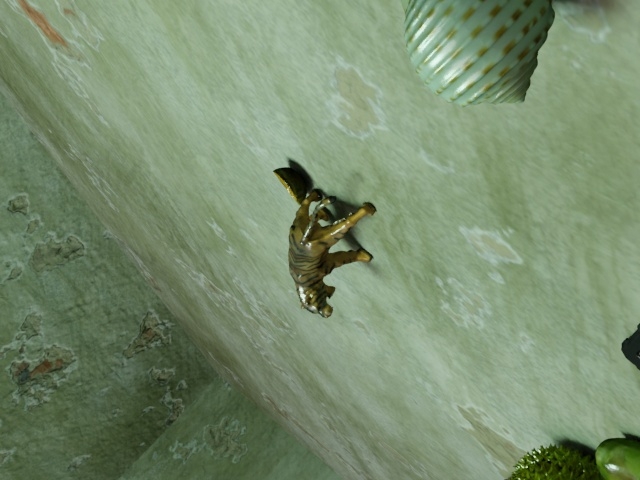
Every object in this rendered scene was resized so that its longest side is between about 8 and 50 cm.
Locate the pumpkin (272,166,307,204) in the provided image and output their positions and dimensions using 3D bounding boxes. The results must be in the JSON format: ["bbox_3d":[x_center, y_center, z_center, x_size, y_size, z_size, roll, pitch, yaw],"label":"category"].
[{"bbox_3d":[-0.036,-0.078,1.287,0.050,0.028,0.083,48,173,14],"label":"pumpkin"}]

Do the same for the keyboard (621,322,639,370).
[{"bbox_3d":[0.396,0.168,0.873,0.262,0.016,0.106,40,163,17],"label":"keyboard"}]

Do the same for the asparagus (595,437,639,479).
[{"bbox_3d":[0.401,0.262,1.015,0.067,0.060,0.277,58,161,-9],"label":"asparagus"}]

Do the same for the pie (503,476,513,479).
[{"bbox_3d":[0.368,0.467,1.636,0.153,0.038,0.153,40,161,17],"label":"pie"}]

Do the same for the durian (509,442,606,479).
[{"bbox_3d":[0.326,0.348,1.255,0.198,0.159,0.146,-94,-20,-63],"label":"durian"}]

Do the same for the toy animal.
[{"bbox_3d":[-0.006,-0.004,1.241,0.114,0.116,0.255,38,162,17],"label":"toy animal"}]

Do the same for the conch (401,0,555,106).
[{"bbox_3d":[0.097,-0.162,0.631,0.135,0.102,0.153,177,82,-83],"label":"conch"}]
